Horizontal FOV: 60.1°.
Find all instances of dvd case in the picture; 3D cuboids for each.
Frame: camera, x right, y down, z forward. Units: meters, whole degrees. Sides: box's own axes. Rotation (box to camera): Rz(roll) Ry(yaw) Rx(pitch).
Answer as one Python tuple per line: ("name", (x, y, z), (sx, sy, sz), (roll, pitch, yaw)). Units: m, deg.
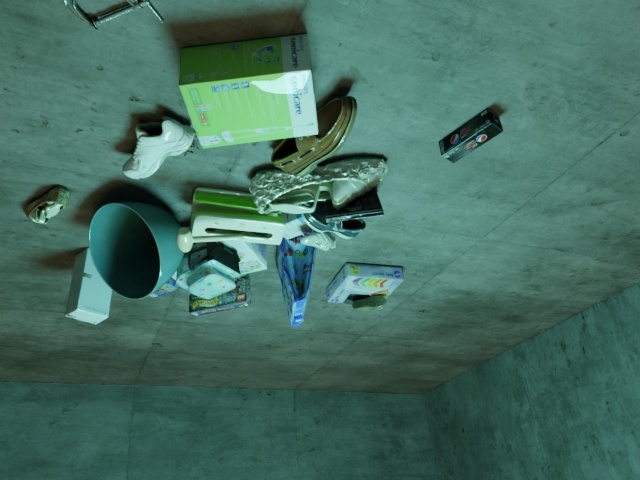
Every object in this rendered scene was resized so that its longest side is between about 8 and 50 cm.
("dvd case", (0.098, -0.100, 1.647), (0.164, 0.221, 0.018), (-7, 108, 3))

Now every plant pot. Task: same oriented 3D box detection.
("plant pot", (-0.526, 0.010, 1.681), (0.290, 0.290, 0.195), (-27, -179, 32))

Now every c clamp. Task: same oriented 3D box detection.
("c clamp", (-0.415, -0.461, 1.094), (0.160, 0.022, 0.137), (-12, 149, 10))

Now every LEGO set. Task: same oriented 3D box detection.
("LEGO set", (-0.342, -0.259, 1.460), (0.083, 0.023, 0.054), (-36, 142, 21))

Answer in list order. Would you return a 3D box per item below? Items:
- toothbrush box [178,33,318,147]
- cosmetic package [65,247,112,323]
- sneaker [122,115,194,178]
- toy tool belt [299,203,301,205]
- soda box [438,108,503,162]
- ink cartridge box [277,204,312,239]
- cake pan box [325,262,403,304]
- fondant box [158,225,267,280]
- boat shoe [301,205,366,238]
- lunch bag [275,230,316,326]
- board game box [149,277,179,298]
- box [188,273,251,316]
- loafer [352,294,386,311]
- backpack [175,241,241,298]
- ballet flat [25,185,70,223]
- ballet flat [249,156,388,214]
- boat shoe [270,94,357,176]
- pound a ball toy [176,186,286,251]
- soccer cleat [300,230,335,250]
("toothbrush box", (-0.155, -0.334, 1.258), (0.283, 0.122, 0.206), (-6, 150, 2))
("cosmetic package", (-0.777, 0.154, 1.878), (0.085, 0.231, 0.117), (-26, 145, 31))
("sneaker", (-0.438, -0.247, 1.411), (0.232, 0.090, 0.115), (-31, 136, 22))
("toy tool belt", (-0.076, -0.124, 1.696), (0.083, 0.052, 0.051), (-26, 146, -22))
("soda box", (0.408, -0.282, 1.508), (0.060, 0.053, 0.169), (19, 142, -37))
("ink cartridge box", (-0.083, -0.059, 1.810), (0.122, 0.052, 0.088), (-22, 146, 23))
("cake pan box", (0.174, 0.183, 2.255), (0.245, 0.070, 0.267), (8, 148, -18))
("fondant box", (-0.377, 0.042, 1.891), (0.330, 0.096, 0.238), (-12, 149, 12))
("boat shoe", (0.045, -0.065, 1.778), (0.079, 0.095, 0.254), (-28, 144, 36))
("lunch bag", (-0.078, 0.147, 1.924), (0.138, 0.293, 0.221), (-1, 149, -9))
("board game box", (-0.655, 0.155, 2.096), (0.136, 0.035, 0.201), (-20, 147, 23))
("box", (-0.377, 0.184, 2.070), (0.232, 0.159, 0.044), (-13, 149, 11))
("loafer", (0.206, 0.262, 2.282), (0.147, 0.056, 0.050), (-8, 153, 25))
("backpack", (-0.366, 0.103, 1.768), (0.188, 0.145, 0.166), (-19, 151, 25))
("ballet flat", (-0.807, -0.089, 1.619), (0.206, 0.067, 0.073), (-28, 143, 34))
("ballet flat", (-0.001, -0.142, 1.604), (0.408, 0.147, 0.147), (-7, 150, 1))
("boat shoe", (-0.024, -0.262, 1.413), (0.104, 0.111, 0.307), (12, 146, -29))
("pound a ball toy", (-0.270, -0.033, 1.652), (0.319, 0.208, 0.136), (4, 137, -19))
("soccer cleat", (0.000, 0.000, 1.831), (0.068, 0.076, 0.196), (-21, 176, 28))
